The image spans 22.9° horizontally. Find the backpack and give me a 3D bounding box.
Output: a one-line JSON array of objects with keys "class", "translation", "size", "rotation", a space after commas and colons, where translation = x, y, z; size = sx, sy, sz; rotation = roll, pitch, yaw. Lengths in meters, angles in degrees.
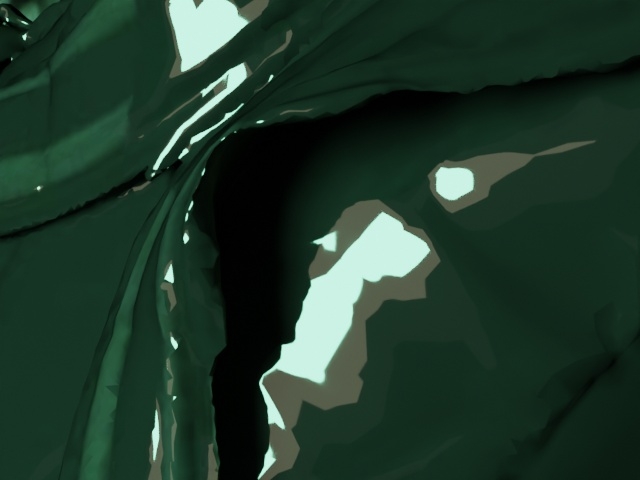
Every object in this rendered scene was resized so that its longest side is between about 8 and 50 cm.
[{"class": "backpack", "translation": [0.000, 0.000, 0.536], "size": [0.445, 0.255, 0.363], "rotation": [-51, 53, 8]}]
